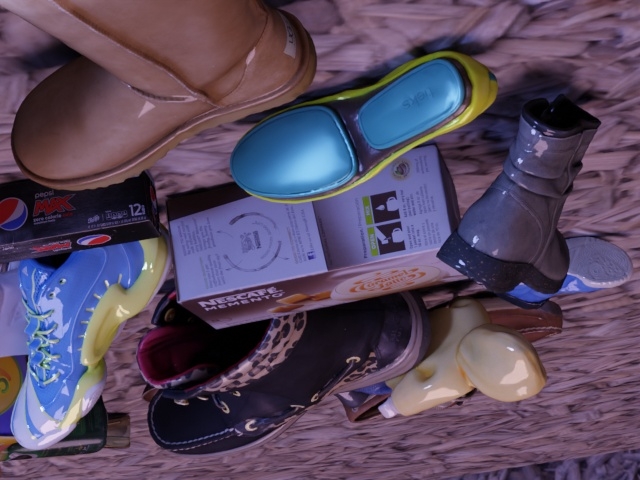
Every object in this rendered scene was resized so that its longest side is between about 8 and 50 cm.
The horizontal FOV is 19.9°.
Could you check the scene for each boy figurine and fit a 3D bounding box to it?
[{"bbox_3d":[0.138,0.129,2.076,0.285,0.177,0.092,-6,132,43],"label":"boy figurine"}]

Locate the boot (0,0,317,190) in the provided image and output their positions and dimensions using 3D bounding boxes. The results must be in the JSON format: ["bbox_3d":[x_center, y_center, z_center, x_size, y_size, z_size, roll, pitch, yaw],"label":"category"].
[{"bbox_3d":[-0.144,-0.128,1.129,0.236,0.089,0.269,-24,161,13],"label":"boot"}]

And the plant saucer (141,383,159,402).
[{"bbox_3d":[-0.146,0.177,2.328,0.168,0.029,0.168,-8,165,-2],"label":"plant saucer"}]

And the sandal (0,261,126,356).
[{"bbox_3d":[-0.286,0.053,1.683,0.076,0.102,0.265,27,-158,39],"label":"sandal"}]

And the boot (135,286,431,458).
[{"bbox_3d":[-0.099,0.135,1.993,0.377,0.138,0.284,-22,161,29],"label":"boot"}]

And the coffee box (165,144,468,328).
[{"bbox_3d":[0.000,0.000,1.633,0.246,0.098,0.141,-11,164,8],"label":"coffee box"}]

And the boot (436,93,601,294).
[{"bbox_3d":[0.193,-0.040,1.539,0.161,0.083,0.246,-60,163,12],"label":"boot"}]

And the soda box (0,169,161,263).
[{"bbox_3d":[-0.221,-0.020,1.520,0.169,0.053,0.060,-9,165,3],"label":"soda box"}]

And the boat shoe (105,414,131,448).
[{"bbox_3d":[-0.327,0.256,2.501,0.153,0.048,0.056,10,169,-34],"label":"boat shoe"}]

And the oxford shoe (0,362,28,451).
[{"bbox_3d":[-0.455,0.232,2.040,0.348,0.123,0.130,-39,178,-37],"label":"oxford shoe"}]

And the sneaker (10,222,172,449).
[{"bbox_3d":[-0.237,0.068,1.623,0.126,0.240,0.091,27,-175,-38],"label":"sneaker"}]

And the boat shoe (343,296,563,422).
[{"bbox_3d":[0.156,0.148,2.226,0.324,0.116,0.123,-20,162,34],"label":"boat shoe"}]

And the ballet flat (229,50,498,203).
[{"bbox_3d":[0.038,-0.085,1.410,0.231,0.077,0.077,-21,177,32],"label":"ballet flat"}]

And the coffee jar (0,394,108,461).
[{"bbox_3d":[-0.370,0.238,2.324,0.184,0.079,0.096,-3,167,-24],"label":"coffee jar"}]

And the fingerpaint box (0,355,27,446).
[{"bbox_3d":[-0.556,0.142,1.707,0.371,0.163,0.445,-18,165,31],"label":"fingerpaint box"}]

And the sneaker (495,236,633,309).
[{"bbox_3d":[0.258,0.038,1.989,0.152,0.058,0.084,-3,158,-7],"label":"sneaker"}]
